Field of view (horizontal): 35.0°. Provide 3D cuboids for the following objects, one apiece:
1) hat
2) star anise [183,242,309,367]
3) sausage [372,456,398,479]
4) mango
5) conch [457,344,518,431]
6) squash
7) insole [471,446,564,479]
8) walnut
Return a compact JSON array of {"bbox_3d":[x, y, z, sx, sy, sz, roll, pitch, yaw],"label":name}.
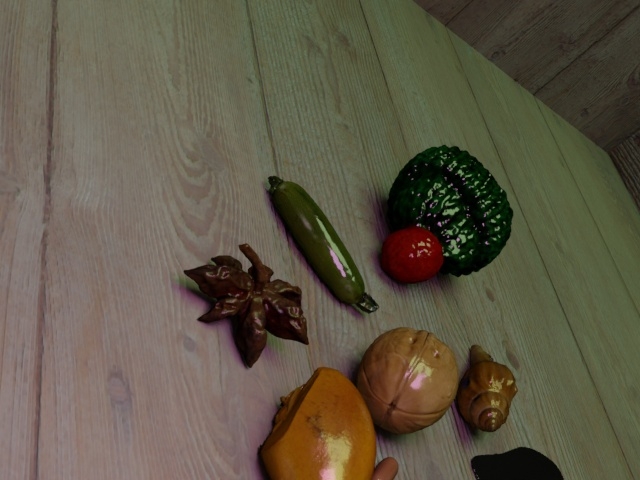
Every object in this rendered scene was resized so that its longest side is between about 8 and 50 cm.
[{"bbox_3d":[0.237,-0.035,2.075,0.274,0.242,0.332,40,39,9],"label":"hat"},{"bbox_3d":[-0.099,0.090,1.547,0.212,0.111,0.196,9,54,-61],"label":"star anise"},{"bbox_3d":[0.095,0.361,1.553,0.034,0.034,0.083,51,27,3],"label":"sausage"},{"bbox_3d":[0.001,0.288,1.410,0.154,0.126,0.252,26,35,-18],"label":"mango"},{"bbox_3d":[0.302,0.267,1.918,0.093,0.109,0.330,33,20,-15],"label":"conch"},{"bbox_3d":[-0.001,0.001,1.829,0.318,0.071,0.080,54,27,10],"label":"squash"},{"bbox_3d":[0.375,0.436,1.901,0.322,0.007,0.109,11,44,-50],"label":"insole"},{"bbox_3d":[0.143,0.226,1.664,0.165,0.165,0.197,51,24,4],"label":"walnut"}]
